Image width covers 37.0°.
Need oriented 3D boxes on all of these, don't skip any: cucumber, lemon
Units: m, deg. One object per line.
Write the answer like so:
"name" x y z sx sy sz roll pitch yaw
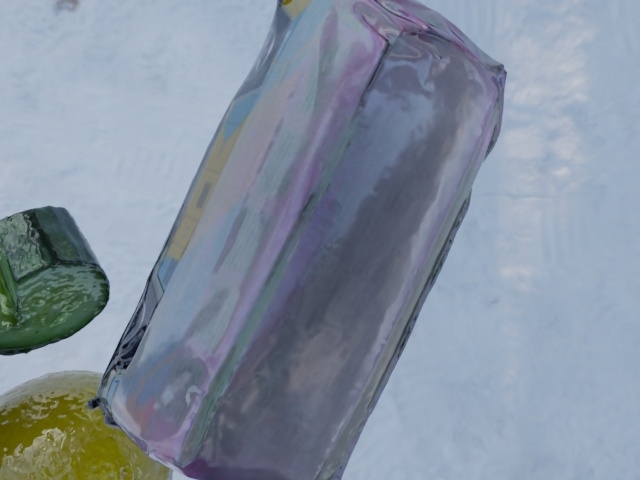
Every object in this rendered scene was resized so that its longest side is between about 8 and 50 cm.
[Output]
"cucumber" -0.366 0.049 1.238 0.191 0.191 0.130 -37 74 9
"lemon" -0.380 0.349 1.397 0.336 0.336 0.336 0 93 9

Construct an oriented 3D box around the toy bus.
"toy bus" 0.000 0.000 0.696 0.171 0.162 0.386 24 91 -35
